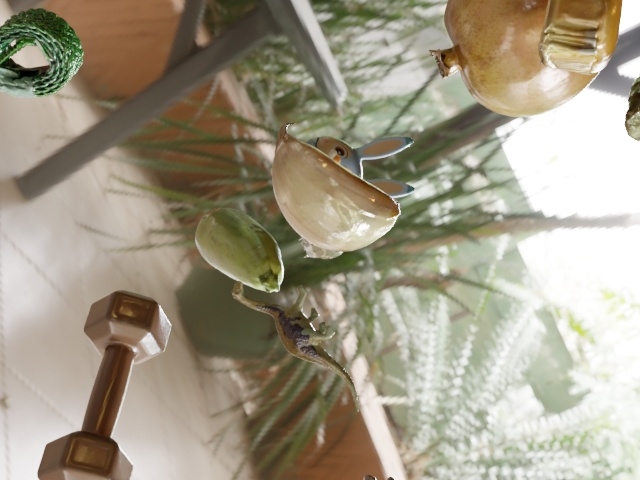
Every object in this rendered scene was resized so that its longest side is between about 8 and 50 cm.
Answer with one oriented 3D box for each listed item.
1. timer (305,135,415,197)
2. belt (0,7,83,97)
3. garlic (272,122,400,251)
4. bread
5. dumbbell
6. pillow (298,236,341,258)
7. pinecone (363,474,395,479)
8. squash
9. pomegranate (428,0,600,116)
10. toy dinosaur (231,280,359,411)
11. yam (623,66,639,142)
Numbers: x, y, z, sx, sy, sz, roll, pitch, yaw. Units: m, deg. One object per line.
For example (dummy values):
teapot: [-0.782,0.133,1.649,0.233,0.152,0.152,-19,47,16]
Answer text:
timer: [0.050,-0.149,2.229,0.175,0.255,0.175,18,67,-50]
belt: [-0.424,-0.263,1.543,0.079,0.151,0.121,-70,142,-52]
garlic: [0.007,-0.066,1.441,0.207,0.128,0.115,41,-13,-5]
bread: [0.372,-0.314,1.526,0.241,0.107,0.136,-15,113,-78]
dumbbell: [-0.220,0.160,1.109,0.082,0.092,0.231,118,-15,-51]
pillow: [-0.001,0.000,2.294,0.051,0.093,0.241,61,-4,18]
pinecone: [0.065,0.394,1.290,0.208,0.208,0.207,-24,90,-84]
squash: [-0.139,0.016,1.937,0.118,0.118,0.370,64,-14,-21]
pomegranate: [0.348,-0.366,1.874,0.319,0.319,0.319,-24,90,-84]
toy dinosaur: [-0.012,0.091,1.079,0.180,0.058,0.037,41,-6,24]
yam: [0.536,-0.235,1.720,0.071,0.067,0.317,45,32,-4]
